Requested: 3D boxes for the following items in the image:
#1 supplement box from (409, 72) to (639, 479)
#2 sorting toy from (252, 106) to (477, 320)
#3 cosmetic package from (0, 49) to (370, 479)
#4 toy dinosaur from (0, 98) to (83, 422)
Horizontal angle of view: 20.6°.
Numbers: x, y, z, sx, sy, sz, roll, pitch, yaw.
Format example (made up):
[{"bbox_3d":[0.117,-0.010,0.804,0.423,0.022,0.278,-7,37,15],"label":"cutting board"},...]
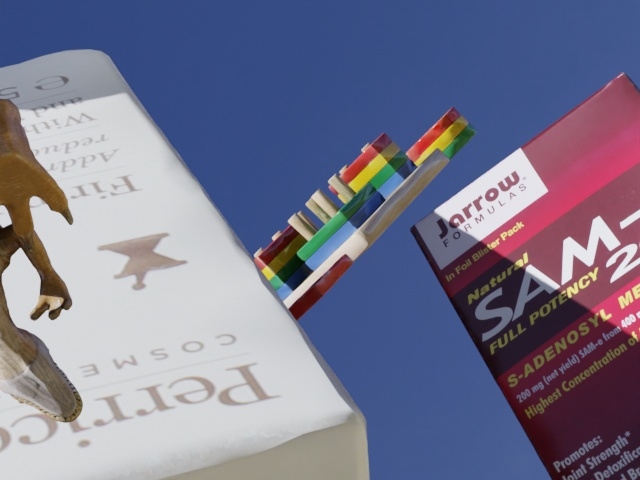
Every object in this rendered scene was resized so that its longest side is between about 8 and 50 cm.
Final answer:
[{"bbox_3d":[0.151,0.055,0.777,0.130,0.239,0.073,-37,-38,11],"label":"supplement box"},{"bbox_3d":[0.000,0.000,1.108,0.132,0.046,0.274,-44,1,37],"label":"sorting toy"},{"bbox_3d":[-0.184,0.153,0.808,0.329,0.394,0.327,-14,-59,-16],"label":"cosmetic package"},{"bbox_3d":[-0.115,-0.039,0.524,0.064,0.112,0.212,-9,-78,-12],"label":"toy dinosaur"}]
